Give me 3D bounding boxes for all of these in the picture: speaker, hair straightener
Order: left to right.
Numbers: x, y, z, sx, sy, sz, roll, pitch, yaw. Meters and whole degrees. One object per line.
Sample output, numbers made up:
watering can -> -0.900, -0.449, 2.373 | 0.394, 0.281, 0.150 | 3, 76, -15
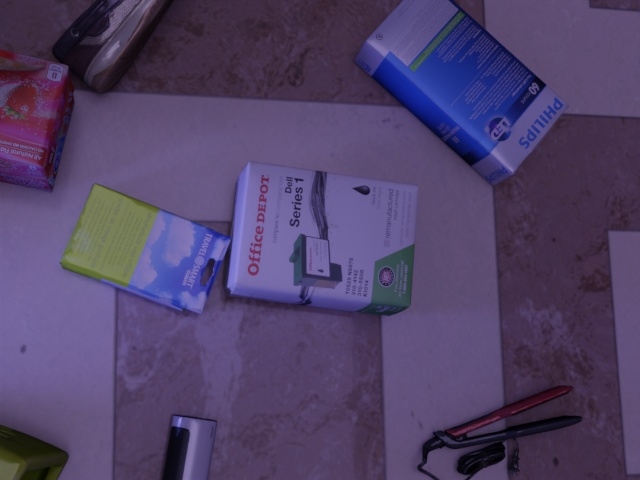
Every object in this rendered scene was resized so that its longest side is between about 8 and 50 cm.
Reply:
speaker -> -0.158, 0.276, 1.020 | 0.055, 0.055, 0.136 | 11, 79, -10
hair straightener -> 0.231, 0.261, 1.109 | 0.230, 0.047, 0.089 | -17, 84, -14

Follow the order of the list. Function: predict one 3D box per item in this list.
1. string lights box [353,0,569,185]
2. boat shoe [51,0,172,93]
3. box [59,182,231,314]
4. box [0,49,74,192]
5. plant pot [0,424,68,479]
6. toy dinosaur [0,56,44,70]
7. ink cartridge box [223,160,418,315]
string lights box -> 0.188, -0.212, 1.169 | 0.260, 0.077, 0.133 | 42, 75, -2
boat shoe -> -0.230, -0.320, 1.088 | 0.092, 0.103, 0.285 | 32, 81, -10
box -> -0.211, 0.013, 1.061 | 0.178, 0.042, 0.109 | 22, 77, -8
box -> -0.426, -0.153, 1.003 | 0.257, 0.122, 0.128 | 12, 77, -10
plant pot -> -0.418, 0.272, 0.883 | 0.207, 0.228, 0.227 | 29, 76, 0
toy dinosaur -> -0.397, -0.193, 0.925 | 0.183, 0.053, 0.092 | 17, 74, -8
ink cartridge box -> 0.000, 0.000, 1.083 | 0.219, 0.092, 0.160 | 7, 78, -11
